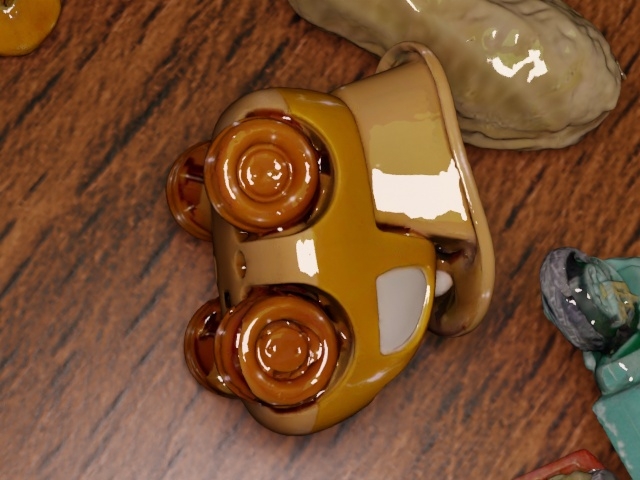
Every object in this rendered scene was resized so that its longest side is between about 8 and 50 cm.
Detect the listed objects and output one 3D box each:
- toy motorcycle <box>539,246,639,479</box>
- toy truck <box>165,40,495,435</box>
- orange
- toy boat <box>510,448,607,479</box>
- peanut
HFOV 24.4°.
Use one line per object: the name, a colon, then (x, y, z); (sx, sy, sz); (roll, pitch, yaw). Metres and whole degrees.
toy motorcycle: (0.268, 0.124, 1.159); (0.109, 0.198, 0.296); (-29, 91, 31)
toy truck: (0.000, 0.000, 1.130); (0.211, 0.204, 0.288); (-8, 89, -16)
orange: (-0.260, -0.196, 1.248); (0.086, 0.062, 0.086); (1, 77, -6)
toy boat: (0.077, 0.306, 1.126); (0.392, 0.079, 0.136); (-35, 82, -14)
peanut: (0.102, -0.181, 1.237); (0.313, 0.149, 0.149); (38, 75, 6)
